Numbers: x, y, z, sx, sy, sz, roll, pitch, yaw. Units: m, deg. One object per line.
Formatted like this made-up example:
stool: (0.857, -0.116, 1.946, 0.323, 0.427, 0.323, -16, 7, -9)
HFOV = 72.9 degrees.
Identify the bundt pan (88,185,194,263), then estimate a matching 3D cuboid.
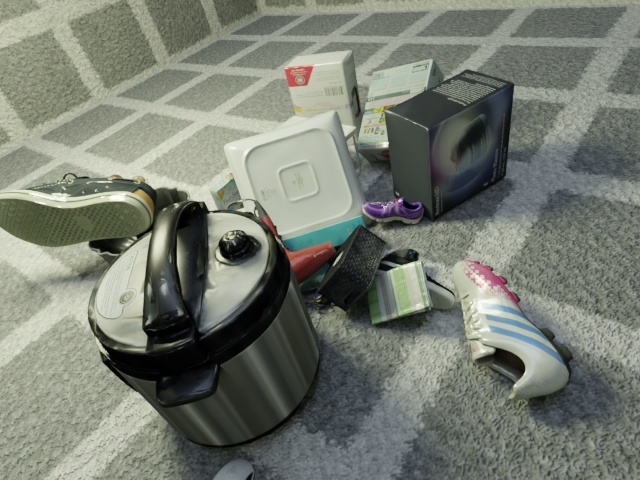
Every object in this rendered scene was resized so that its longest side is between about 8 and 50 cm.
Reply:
bundt pan: (-0.532, -0.026, 1.350, 0.331, 0.124, 0.330, -9, 41, 8)

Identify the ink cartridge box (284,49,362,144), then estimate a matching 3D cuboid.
ink cartridge box: (0.023, -0.515, 1.588, 0.226, 0.306, 0.131, 4, 43, 21)

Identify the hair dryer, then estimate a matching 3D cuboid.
hair dryer: (-0.106, 0.018, 1.069, 0.294, 0.080, 0.223, 10, 88, -1)

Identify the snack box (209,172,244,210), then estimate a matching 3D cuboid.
snack box: (-0.284, -0.128, 1.373, 0.037, 0.141, 0.100, 15, 49, 30)

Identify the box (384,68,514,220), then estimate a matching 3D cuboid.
box: (0.358, -0.263, 1.207, 0.294, 0.296, 0.183, -30, 43, -15)

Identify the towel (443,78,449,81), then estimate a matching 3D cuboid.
towel: (0.373, -0.501, 1.605, 0.284, 0.121, 0.235, 2, 42, 19)

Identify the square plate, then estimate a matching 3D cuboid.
square plate: (-0.062, -0.161, 1.227, 0.344, 0.347, 0.049, -18, 0, -3)

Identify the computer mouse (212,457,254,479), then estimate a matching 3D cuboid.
computer mouse: (-0.182, 0.465, 0.743, 0.106, 0.042, 0.193, 5, 44, 24)

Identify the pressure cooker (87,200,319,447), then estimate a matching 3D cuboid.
pressure cooker: (-0.211, 0.138, 0.834, 0.370, 0.420, 0.375, 21, 53, 34)

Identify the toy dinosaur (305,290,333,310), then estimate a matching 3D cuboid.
toy dinosaur: (0.014, 0.134, 1.061, 0.090, 0.047, 0.082, 8, 26, 40)

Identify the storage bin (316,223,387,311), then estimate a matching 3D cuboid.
storage bin: (0.076, 0.062, 1.026, 0.084, 0.122, 0.180, 35, 41, -3)

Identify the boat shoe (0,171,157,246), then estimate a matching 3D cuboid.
boat shoe: (-0.711, -0.094, 1.260, 0.500, 0.186, 0.156, -3, 37, 7)

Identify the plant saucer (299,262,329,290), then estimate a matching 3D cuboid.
plant saucer: (-0.032, 0.092, 1.135, 0.119, 0.021, 0.119, -8, 41, 7)

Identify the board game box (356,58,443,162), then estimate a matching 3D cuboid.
board game box: (0.260, -0.420, 1.427, 0.224, 0.097, 0.303, 3, 73, 39)

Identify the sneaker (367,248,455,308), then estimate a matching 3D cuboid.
sneaker: (0.230, 0.076, 1.025, 0.217, 0.079, 0.121, 17, 51, 34)

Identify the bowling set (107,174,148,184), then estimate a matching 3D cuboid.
bowling set: (-0.658, -0.166, 1.502, 0.287, 0.199, 0.154, -24, 40, -16)

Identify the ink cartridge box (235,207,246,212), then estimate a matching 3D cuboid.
ink cartridge box: (-0.158, -0.060, 1.314, 0.198, 0.067, 0.115, -15, 41, 3)

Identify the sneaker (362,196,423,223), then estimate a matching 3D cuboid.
sneaker: (0.202, -0.095, 1.208, 0.170, 0.071, 0.068, 3, 47, -1)

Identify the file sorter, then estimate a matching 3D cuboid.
file sorter: (-0.033, -0.274, 1.435, 0.278, 0.173, 0.193, 22, 54, 36)

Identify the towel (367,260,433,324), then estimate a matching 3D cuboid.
towel: (0.172, 0.118, 0.967, 0.152, 0.023, 0.113, -25, 59, 35)

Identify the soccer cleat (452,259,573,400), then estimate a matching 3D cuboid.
soccer cleat: (0.336, 0.163, 0.865, 0.143, 0.116, 0.331, -22, 41, -8)

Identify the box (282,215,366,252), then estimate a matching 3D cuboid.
box: (0.000, 0.000, 1.163, 0.244, 0.060, 0.100, -18, -1, -2)
